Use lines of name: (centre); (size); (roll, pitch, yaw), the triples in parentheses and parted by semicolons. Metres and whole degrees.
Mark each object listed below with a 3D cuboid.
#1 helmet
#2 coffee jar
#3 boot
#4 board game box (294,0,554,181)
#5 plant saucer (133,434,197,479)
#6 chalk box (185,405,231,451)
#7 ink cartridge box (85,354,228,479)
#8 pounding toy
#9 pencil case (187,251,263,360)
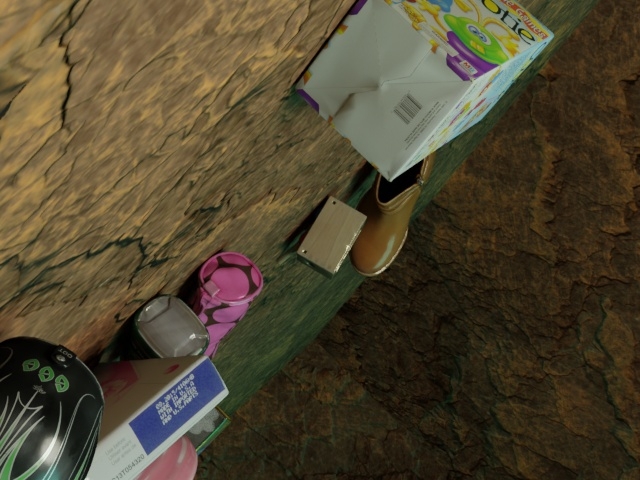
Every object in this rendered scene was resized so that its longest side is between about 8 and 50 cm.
helmet: (-0.278, 0.181, 1.061); (0.169, 0.169, 0.161); (-51, -173, 41)
coffee jar: (-0.205, 0.146, 1.564); (0.079, 0.096, 0.184); (-39, 170, -28)
boot: (0.123, -0.060, 2.100); (0.283, 0.109, 0.220); (-60, 178, 7)
board game box: (0.119, -0.194, 1.306); (0.144, 0.142, 0.275); (-50, 172, 31)
plant saucer: (-0.312, 0.316, 1.480); (0.332, 0.084, 0.332); (-27, -165, 8)
chalk box: (-0.282, 0.354, 2.195); (0.213, 0.132, 0.132); (-44, 173, -7)
ink cartridge box: (-0.319, 0.251, 1.415); (0.330, 0.071, 0.324); (-10, -157, 47)
pounding toy: (0.000, 0.000, 2.038); (0.130, 0.100, 0.141); (-59, 177, -7)
pencil case: (-0.157, 0.102, 1.655); (0.098, 0.095, 0.209); (-14, 152, -36)
